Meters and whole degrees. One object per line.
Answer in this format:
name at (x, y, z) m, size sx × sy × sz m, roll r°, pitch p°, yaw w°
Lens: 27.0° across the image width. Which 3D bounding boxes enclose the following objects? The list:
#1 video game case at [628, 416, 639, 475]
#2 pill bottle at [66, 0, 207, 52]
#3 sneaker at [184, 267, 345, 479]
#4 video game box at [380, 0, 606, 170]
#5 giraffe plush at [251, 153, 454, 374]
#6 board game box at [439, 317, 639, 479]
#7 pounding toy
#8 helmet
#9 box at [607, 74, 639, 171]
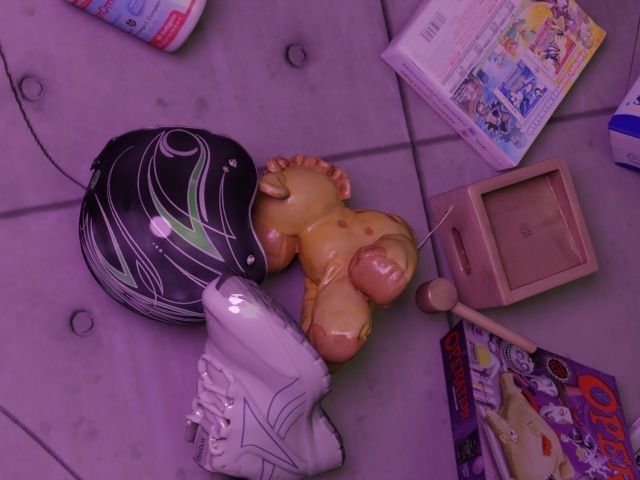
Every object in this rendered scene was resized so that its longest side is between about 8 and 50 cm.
video game case at (0.446, 0.270, 1.520) m, size 0.206 × 0.026 × 0.227 m, roll -40°, pitch 100°, yaw -24°
pill bottle at (-0.189, -0.246, 1.237) m, size 0.160 × 0.087 × 0.087 m, roll 25°, pitch 74°, yaw -21°
sneaker at (-0.060, 0.145, 1.177) m, size 0.129 × 0.111 × 0.297 m, roll -31°, pitch 139°, yaw -16°
video game box at (0.190, -0.212, 1.439) m, size 0.187 × 0.048 × 0.205 m, roll 42°, pitch 69°, yaw -14°
giraffe plush at (0.000, 0.000, 1.270) m, size 0.170 × 0.181 × 0.210 m, roll 36°, pitch 73°, yaw -1°
board game box at (0.229, 0.246, 1.301) m, size 0.208 × 0.056 × 0.347 m, roll 25°, pitch 38°, yaw -25°
pounding toy at (0.173, 0.030, 1.376) m, size 0.206 × 0.094 × 0.181 m, roll -18°, pitch 91°, yaw -26°
helmet at (-0.132, -0.006, 1.197) m, size 0.169 × 0.169 × 0.161 m, roll 10°, pitch 64°, yaw -24°
box at (0.410, -0.137, 1.486) m, size 0.137 × 0.126 × 0.072 m, roll -54°, pitch 146°, yaw -20°
